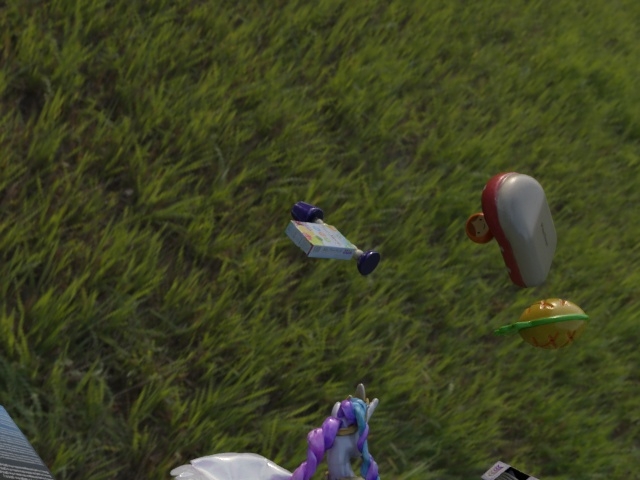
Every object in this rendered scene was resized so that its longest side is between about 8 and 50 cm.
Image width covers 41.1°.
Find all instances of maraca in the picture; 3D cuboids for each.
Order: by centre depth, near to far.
[{"bbox_3d":[0.438,0.168,1.689,0.186,0.127,0.099,-7,71,-5],"label":"maraca"}]

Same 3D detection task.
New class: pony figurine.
[{"bbox_3d":[-0.023,0.438,1.374,0.351,0.303,0.363,-8,98,-40],"label":"pony figurine"}]

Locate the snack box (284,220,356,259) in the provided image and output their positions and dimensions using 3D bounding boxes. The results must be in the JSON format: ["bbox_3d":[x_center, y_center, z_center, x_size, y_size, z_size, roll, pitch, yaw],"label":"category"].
[{"bbox_3d":[0.000,0.000,1.972,0.141,0.037,0.100,7,31,-44],"label":"snack box"}]

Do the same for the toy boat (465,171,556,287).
[{"bbox_3d":[0.342,-0.022,1.593,0.151,0.151,0.231,-63,141,-33],"label":"toy boat"}]

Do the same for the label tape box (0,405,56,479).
[{"bbox_3d":[-0.574,0.417,1.491,0.334,0.106,0.240,42,-4,26],"label":"label tape box"}]

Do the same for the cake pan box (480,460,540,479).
[{"bbox_3d":[0.472,0.595,1.796,0.070,0.246,0.267,-38,95,-12],"label":"cake pan box"}]

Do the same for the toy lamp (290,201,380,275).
[{"bbox_3d":[0.030,-0.012,2.193,0.080,0.080,0.275,-15,42,-44],"label":"toy lamp"}]
